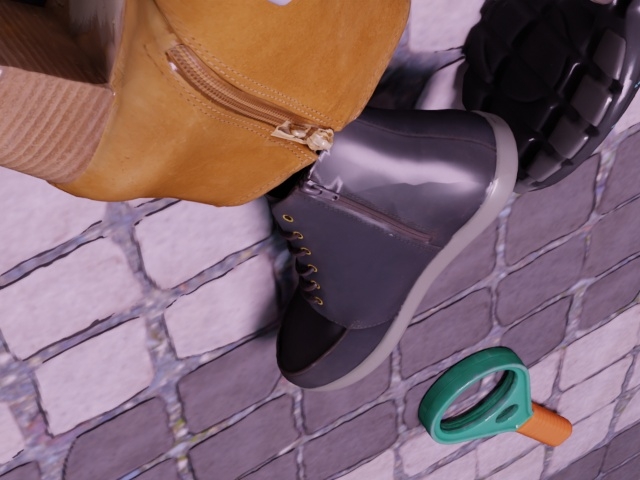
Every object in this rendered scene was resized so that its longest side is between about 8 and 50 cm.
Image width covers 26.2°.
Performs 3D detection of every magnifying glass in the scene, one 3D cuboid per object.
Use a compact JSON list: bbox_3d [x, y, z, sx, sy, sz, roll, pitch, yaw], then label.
[{"bbox_3d":[0.153,0.139,1.124,0.092,0.026,0.231,-45,149,12],"label":"magnifying glass"}]

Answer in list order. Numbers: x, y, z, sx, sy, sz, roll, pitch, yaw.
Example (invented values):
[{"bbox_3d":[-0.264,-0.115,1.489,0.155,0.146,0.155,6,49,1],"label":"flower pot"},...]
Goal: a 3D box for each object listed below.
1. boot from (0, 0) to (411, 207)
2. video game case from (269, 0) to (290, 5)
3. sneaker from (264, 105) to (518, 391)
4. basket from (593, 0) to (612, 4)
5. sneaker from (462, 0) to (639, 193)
[{"bbox_3d":[-0.018,-0.129,0.547,0.295,0.104,0.211,-47,153,24],"label":"boot"},{"bbox_3d":[-0.040,-0.184,0.357,0.212,0.023,0.193,24,116,-32],"label":"video game case"},{"bbox_3d":[0.000,0.000,0.758,0.118,0.083,0.222,10,134,-28],"label":"sneaker"},{"bbox_3d":[0.158,-0.213,0.534,0.227,0.204,0.154,-42,168,24],"label":"basket"},{"bbox_3d":[0.166,-0.132,0.712,0.106,0.101,0.267,-11,140,-40],"label":"sneaker"}]
